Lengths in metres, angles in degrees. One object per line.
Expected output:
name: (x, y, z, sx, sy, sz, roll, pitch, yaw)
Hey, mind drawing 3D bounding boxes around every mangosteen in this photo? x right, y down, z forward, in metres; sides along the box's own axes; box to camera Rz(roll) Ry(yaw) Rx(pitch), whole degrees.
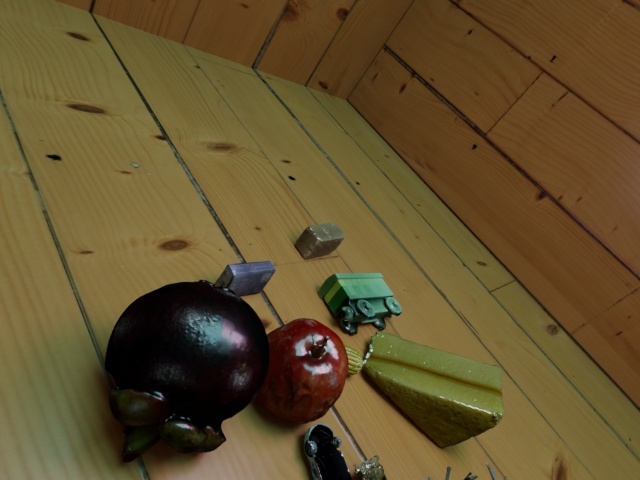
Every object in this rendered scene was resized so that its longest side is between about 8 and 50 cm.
mangosteen: (-0.261, 0.251, 0.809, 0.306, 0.307, 0.347, 27, 61, -20)

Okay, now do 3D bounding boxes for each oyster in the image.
oyster: (0.126, 0.558, 0.967, 0.177, 0.056, 0.105, 56, 17, -36)

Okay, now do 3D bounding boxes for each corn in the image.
corn: (0.010, 0.314, 1.190, 0.248, 0.081, 0.081, 28, 32, -18)

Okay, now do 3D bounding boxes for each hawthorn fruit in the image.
hawthorn fruit: (-0.031, 0.290, 0.985, 0.241, 0.272, 0.242, 19, 42, -18)

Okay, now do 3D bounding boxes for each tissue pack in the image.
tissue pack: (-0.216, 0.111, 1.186, 0.156, 0.112, 0.051, -3, 49, -49)

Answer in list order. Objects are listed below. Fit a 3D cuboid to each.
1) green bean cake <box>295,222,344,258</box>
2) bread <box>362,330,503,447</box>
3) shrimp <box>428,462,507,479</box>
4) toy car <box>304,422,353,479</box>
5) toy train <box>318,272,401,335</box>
green bean cake: (0.000, 0.000, 1.573, 0.179, 0.109, 0.085, -8, 54, -52)
bread: (0.331, 0.403, 1.271, 0.361, 0.245, 0.233, 41, 31, -3)
shrimp: (0.334, 0.670, 1.004, 0.410, 0.166, 0.221, -10, 34, -36)
toy car: (0.020, 0.522, 0.943, 0.095, 0.056, 0.205, 11, 42, -42)
toy train: (0.150, 0.210, 1.443, 0.300, 0.120, 0.202, 4, 42, -45)
